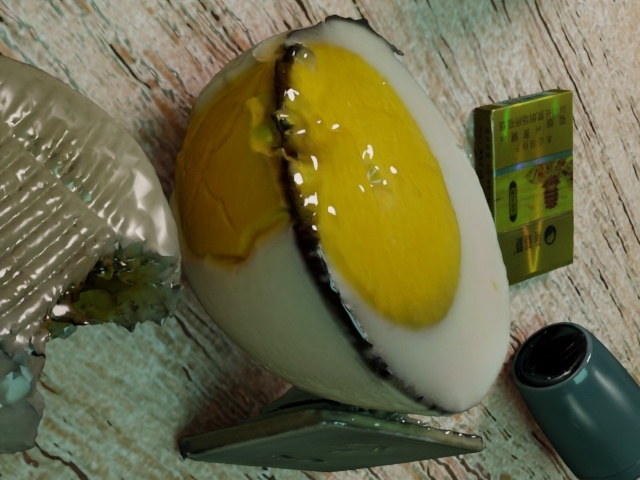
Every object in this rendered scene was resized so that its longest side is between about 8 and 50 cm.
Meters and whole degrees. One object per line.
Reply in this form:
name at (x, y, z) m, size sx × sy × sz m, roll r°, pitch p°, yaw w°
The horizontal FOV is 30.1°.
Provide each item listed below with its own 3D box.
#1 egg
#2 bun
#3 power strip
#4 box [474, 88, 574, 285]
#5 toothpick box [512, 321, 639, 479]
egg at (0.000, 0.000, 0.980) m, size 0.337 × 0.201 × 0.337 m, roll 30°, pitch 49°, yaw -42°
bun at (-0.255, 0.011, 0.791) m, size 0.281 × 0.205 × 0.281 m, roll 28°, pitch 47°, yaw -34°
power strip at (0.009, 0.159, 1.050) m, size 0.198 × 0.213 × 0.064 m, roll 18°, pitch 63°, yaw -41°
box at (0.216, -0.054, 1.250) m, size 0.121 × 0.030 × 0.193 m, roll -17°, pitch 111°, yaw -34°
toothpick box at (0.293, 0.178, 1.314) m, size 0.120 × 0.120 × 0.184 m, roll -50°, pitch 124°, yaw -17°
